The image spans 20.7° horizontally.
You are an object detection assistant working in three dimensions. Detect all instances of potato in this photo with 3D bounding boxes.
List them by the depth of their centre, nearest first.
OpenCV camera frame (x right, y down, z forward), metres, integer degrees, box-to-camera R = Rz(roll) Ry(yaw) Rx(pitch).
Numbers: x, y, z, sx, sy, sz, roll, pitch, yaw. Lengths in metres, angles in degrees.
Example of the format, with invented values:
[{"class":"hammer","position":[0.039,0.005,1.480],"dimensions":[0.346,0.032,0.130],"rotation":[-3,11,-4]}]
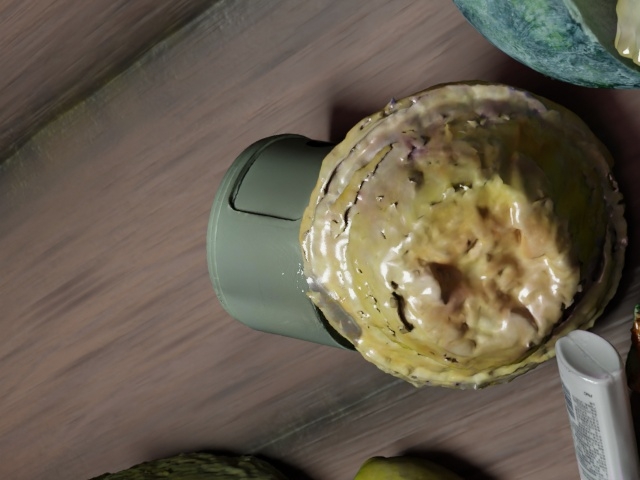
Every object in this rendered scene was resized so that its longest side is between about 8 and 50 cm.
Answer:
[{"class":"potato","position":[0.115,0.328,2.008],"dimensions":[0.200,0.137,0.154],"rotation":[34,124,24]}]

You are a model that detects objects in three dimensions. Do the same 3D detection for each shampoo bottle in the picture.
[{"class":"shampoo bottle","position":[0.291,0.197,1.812],"dimensions":[0.086,0.056,0.227],"rotation":[47,160,48]}]

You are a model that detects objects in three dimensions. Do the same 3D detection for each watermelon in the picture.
[{"class":"watermelon","position":[0.231,-0.281,1.744],"dimensions":[0.320,0.214,0.289],"rotation":[36,173,-21]}]

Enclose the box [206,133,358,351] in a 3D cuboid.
[{"class":"box","position":[0.000,0.000,1.934],"dimensions":[0.149,0.226,0.226],"rotation":[10,110,36]}]

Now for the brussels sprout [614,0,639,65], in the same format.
[{"class":"brussels sprout","position":[0.391,-0.272,1.507],"dimensions":[0.242,0.274,0.316],"rotation":[34,131,-1]}]

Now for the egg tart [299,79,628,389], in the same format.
[{"class":"egg tart","position":[0.152,0.013,1.773],"dimensions":[0.352,0.150,0.352],"rotation":[-3,113,-7]}]

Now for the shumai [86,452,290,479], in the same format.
[{"class":"shumai","position":[-0.170,0.434,2.183],"dimensions":[0.330,0.292,0.288],"rotation":[18,120,62]}]

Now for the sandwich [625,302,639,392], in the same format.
[{"class":"sandwich","position":[0.368,0.135,1.731],"dimensions":[0.185,0.160,0.109],"rotation":[21,100,27]}]
